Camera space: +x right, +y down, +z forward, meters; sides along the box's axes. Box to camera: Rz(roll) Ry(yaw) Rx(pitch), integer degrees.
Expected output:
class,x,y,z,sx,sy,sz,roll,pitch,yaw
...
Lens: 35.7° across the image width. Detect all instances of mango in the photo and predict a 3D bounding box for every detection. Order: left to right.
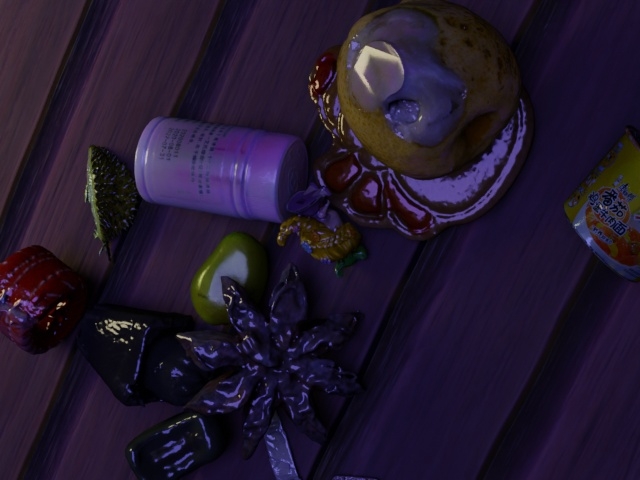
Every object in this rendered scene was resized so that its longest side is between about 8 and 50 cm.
class,x,y,z,sx,sy,sz,roll,pitch,yaw
mango,-0.149,0.070,1.675,0.117,0.089,0.163,40,102,9

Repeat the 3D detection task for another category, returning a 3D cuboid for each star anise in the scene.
class,x,y,z,sx,sy,sz,roll,pitch,yaw
star anise,-0.077,0.199,1.602,0.332,0.117,0.331,0,88,-4

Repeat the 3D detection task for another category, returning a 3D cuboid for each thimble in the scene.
class,x,y,z,sx,sy,sz,roll,pitch,yaw
thimble,-0.500,0.105,1.746,0.125,0.189,0.163,36,77,12

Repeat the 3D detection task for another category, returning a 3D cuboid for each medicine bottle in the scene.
class,x,y,z,sx,sy,sz,roll,pitch,yaw
medicine bottle,-0.161,-0.117,1.646,0.254,0.152,0.152,10,93,18

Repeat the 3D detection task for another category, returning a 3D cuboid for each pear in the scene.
class,x,y,z,sx,sy,sz,roll,pitch,yaw
pear,0.150,-0.227,1.443,0.271,0.271,0.271,0,90,19

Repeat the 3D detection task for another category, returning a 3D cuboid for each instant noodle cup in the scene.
class,x,y,z,sx,sy,sz,roll,pitch,yaw
instant noodle cup,0.454,-0.047,1.425,0.153,0.205,0.205,-44,77,24

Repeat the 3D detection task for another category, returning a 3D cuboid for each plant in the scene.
class,x,y,z,sx,sy,sz,roll,pitch,yaw
plant,-0.296,0.195,1.700,0.256,0.142,0.164,20,95,21

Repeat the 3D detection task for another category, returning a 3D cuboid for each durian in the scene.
class,x,y,z,sx,sy,sz,roll,pitch,yaw
durian,-0.380,-0.073,1.774,0.100,0.086,0.215,-16,80,52

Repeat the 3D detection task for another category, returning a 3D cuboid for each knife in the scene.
class,x,y,z,sx,sy,sz,roll,pitch,yaw
knife,-0.055,0.397,1.683,0.047,0.017,0.298,-22,84,24

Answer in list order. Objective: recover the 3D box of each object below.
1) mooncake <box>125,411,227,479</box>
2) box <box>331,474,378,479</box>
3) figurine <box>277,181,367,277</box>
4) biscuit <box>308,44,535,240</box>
class,x,y,z,sx,sy,sz,roll,pitch,yaw
mooncake,-0.238,0.345,1.668,0.175,0.168,0.104,-31,80,32
box,0.052,0.452,1.623,0.089,0.062,0.122,0,91,19
figurine,0.000,0.000,1.605,0.115,0.095,0.156,-42,121,-9
biscuit,0.144,-0.184,1.593,0.381,0.074,0.359,29,97,13
